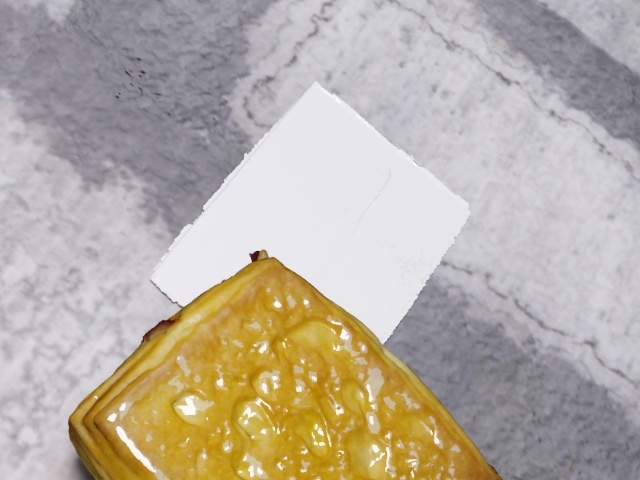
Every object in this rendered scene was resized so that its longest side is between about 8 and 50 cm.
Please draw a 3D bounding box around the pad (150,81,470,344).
[{"bbox_3d":[0.000,0.000,1.204,0.156,0.004,0.232,38,51,-1],"label":"pad"}]

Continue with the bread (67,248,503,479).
[{"bbox_3d":[-0.024,0.141,1.051,0.235,0.099,0.210,47,54,-2],"label":"bread"}]
